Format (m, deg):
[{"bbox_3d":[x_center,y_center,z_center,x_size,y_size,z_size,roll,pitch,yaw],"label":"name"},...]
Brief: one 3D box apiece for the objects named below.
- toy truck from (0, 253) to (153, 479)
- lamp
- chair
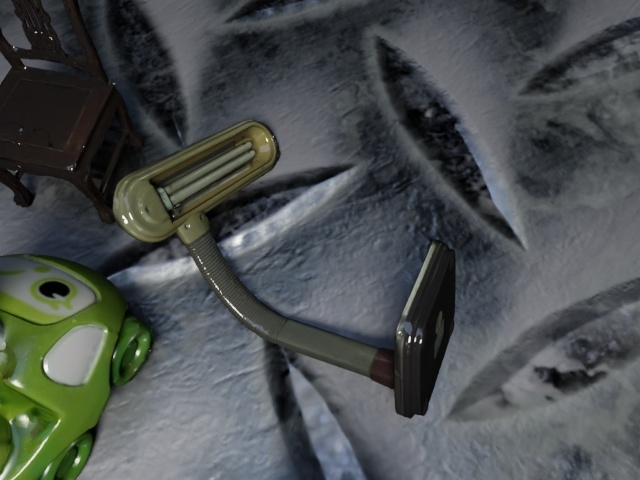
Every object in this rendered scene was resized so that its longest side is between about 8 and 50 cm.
[{"bbox_3d":[-0.240,0.099,0.364,0.148,0.210,0.187,21,86,9],"label":"toy truck"},{"bbox_3d":[-0.003,0.004,0.461,0.283,0.124,0.203,25,49,13],"label":"lamp"},{"bbox_3d":[-0.242,-0.123,0.436,0.106,0.229,0.113,10,64,5],"label":"chair"}]
